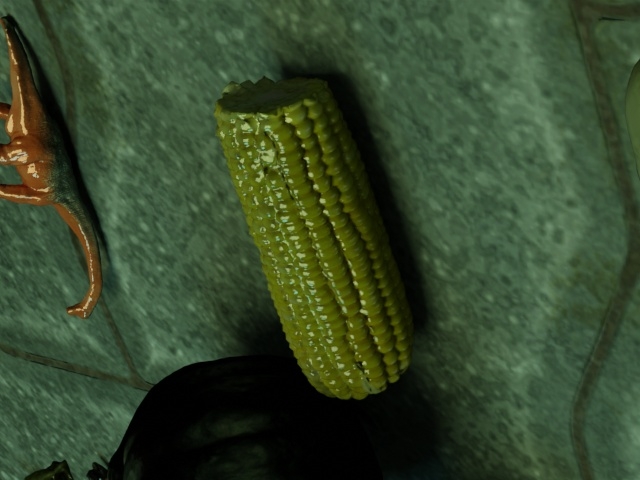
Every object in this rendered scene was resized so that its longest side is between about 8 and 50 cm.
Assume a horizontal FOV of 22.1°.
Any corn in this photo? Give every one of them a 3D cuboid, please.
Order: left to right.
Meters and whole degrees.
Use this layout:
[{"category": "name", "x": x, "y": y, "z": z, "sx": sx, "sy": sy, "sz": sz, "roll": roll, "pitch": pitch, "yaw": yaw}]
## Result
[{"category": "corn", "x": 0.000, "y": 0.000, "z": 1.124, "sx": 0.093, "sy": 0.093, "sz": 0.244, "roll": 11, "pitch": 132, "yaw": 40}]

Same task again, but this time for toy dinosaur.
[{"category": "toy dinosaur", "x": -0.239, "y": -0.052, "z": 1.352, "sx": 0.101, "sy": 0.055, "sz": 0.280, "roll": 7, "pitch": 130, "yaw": 12}]

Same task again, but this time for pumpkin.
[{"category": "pumpkin", "x": -0.086, "y": 0.231, "z": 1.229, "sx": 0.296, "sy": 0.296, "sz": 0.296, "roll": 27, "pitch": 140, "yaw": 25}]

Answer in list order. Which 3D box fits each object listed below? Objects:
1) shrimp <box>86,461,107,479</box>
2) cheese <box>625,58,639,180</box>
[{"category": "shrimp", "x": -0.247, "y": 0.271, "z": 1.686, "sx": 0.195, "sy": 0.035, "sz": 0.148, "roll": 23, "pitch": 141, "yaw": 20}, {"category": "cheese", "x": 0.335, "y": 0.047, "z": 0.792, "sx": 0.351, "sy": 0.129, "sz": 0.328, "roll": 9, "pitch": 128, "yaw": 44}]
